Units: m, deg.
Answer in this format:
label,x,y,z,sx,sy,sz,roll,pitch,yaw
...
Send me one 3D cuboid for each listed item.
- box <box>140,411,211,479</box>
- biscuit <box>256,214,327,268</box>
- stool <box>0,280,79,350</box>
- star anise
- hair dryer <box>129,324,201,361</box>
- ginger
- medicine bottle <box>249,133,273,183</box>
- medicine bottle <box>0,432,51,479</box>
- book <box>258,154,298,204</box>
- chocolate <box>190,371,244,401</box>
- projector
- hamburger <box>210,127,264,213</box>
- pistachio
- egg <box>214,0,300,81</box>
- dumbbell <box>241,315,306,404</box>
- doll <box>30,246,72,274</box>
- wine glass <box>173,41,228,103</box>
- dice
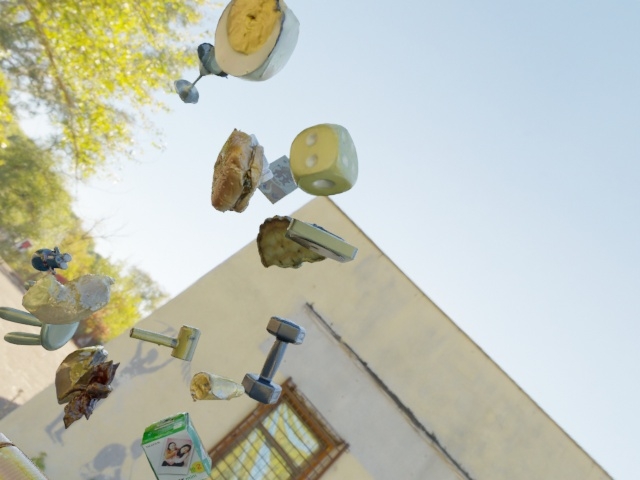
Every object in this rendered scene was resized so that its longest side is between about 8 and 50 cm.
label,x,y,z,sx,sy,sz,roll,pitch,yaw
box,-0.500,0.741,1.526,0.103,0.180,0.250,-130,-157,-72
biscuit,-0.127,0.031,1.949,0.335,0.078,0.329,20,-48,6
stool,-1.016,0.283,1.580,0.198,0.195,0.195,14,-53,4
star anise,-0.696,0.458,1.343,0.196,0.212,0.111,-38,-85,24
hair dryer,-0.629,0.393,1.768,0.278,0.135,0.090,27,-15,-35
ginger,-0.773,0.180,1.366,0.138,0.267,0.152,13,-77,38
medicine bottle,-0.268,-0.321,1.736,0.102,0.102,0.187,3,-57,57
medicine bottle,-0.460,0.382,0.646,0.191,0.096,0.096,28,-33,19
book,-0.225,-0.337,2.380,0.208,0.295,0.020,46,-37,5
chocolate,-0.299,0.444,1.319,0.085,0.086,0.219,36,-3,30
projector,0.000,0.000,1.630,0.259,0.079,0.257,26,-8,-4
hamburger,-0.259,-0.220,1.379,0.146,0.286,0.243,20,-17,-22
pistachio,-0.836,0.467,1.531,0.163,0.213,0.260,45,-21,-10
egg,-0.203,-0.699,1.542,0.337,0.201,0.337,-6,-100,36
dumbbell,-0.182,0.464,1.704,0.160,0.325,0.144,26,-11,-9
doll,-0.987,0.073,1.588,0.151,0.114,0.085,1,-32,15
wine glass,-0.485,-0.660,1.754,0.232,0.156,0.156,-26,-79,40
dice,0.013,-0.243,1.331,0.169,0.169,0.166,-9,-21,24
